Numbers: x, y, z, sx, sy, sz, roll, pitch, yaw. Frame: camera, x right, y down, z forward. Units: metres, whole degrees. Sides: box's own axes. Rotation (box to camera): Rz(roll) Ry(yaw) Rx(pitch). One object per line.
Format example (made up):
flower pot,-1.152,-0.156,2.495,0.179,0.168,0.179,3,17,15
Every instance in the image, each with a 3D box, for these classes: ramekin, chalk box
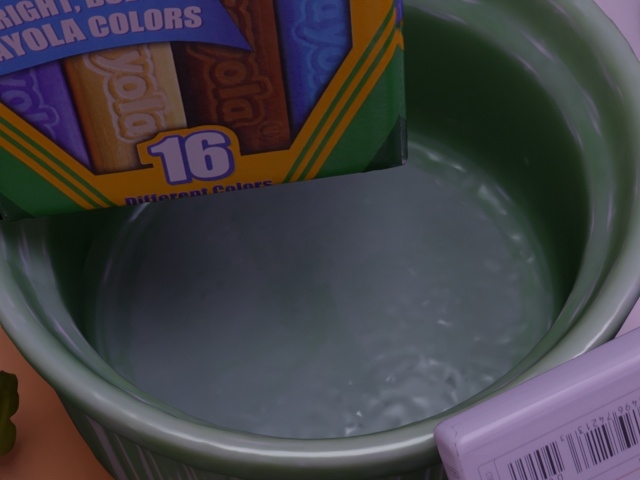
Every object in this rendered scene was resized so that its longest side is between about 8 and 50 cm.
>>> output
ramekin,0.000,0.000,0.718,0.303,0.148,0.303,-1,56,2
chalk box,-0.069,-0.168,0.570,0.179,0.289,0.180,-8,56,-2

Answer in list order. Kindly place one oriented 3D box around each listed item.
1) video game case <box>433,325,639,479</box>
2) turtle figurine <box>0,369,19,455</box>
video game case,0.176,0.118,0.616,0.227,0.206,0.026,-24,19,-13
turtle figurine,-0.256,0.083,0.711,0.217,0.087,0.269,7,56,8
